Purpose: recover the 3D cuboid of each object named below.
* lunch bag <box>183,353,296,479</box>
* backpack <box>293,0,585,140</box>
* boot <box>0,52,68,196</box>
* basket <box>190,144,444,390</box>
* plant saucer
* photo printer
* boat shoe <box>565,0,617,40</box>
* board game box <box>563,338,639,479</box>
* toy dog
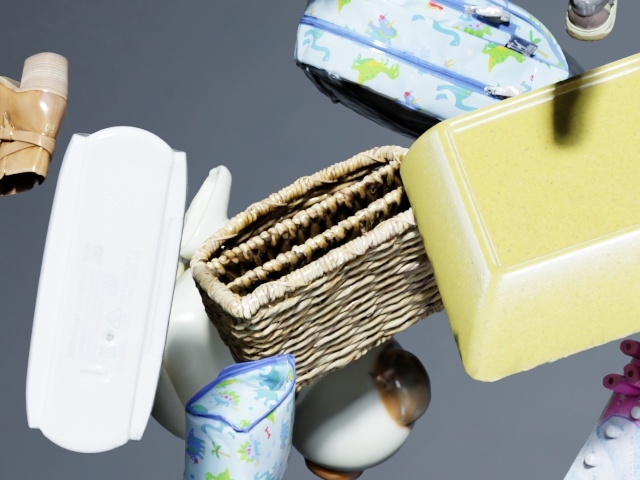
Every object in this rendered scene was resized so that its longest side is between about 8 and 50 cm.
[{"bbox_3d":[-0.073,0.200,1.357,0.151,0.096,0.129,-33,-44,-52],"label":"lunch bag"},{"bbox_3d":[0.140,-0.229,1.668,0.290,0.355,0.273,-126,43,-69],"label":"backpack"},{"bbox_3d":[-0.360,-0.120,1.540,0.197,0.073,0.152,-23,56,52],"label":"boot"},{"bbox_3d":[0.000,0.000,1.513,0.299,0.223,0.213,-29,56,-10],"label":"basket"},{"bbox_3d":[0.254,-0.054,1.285,0.332,0.081,0.333,-20,43,5],"label":"plant saucer"},{"bbox_3d":[-0.186,0.026,1.153,0.307,0.107,0.256,-148,67,-80],"label":"photo printer"},{"bbox_3d":[0.242,-0.242,1.154,0.049,0.056,0.152,81,-165,-55],"label":"boat shoe"},{"bbox_3d":[0.347,0.349,1.342,0.390,0.050,0.390,-65,33,16],"label":"board game box"},{"bbox_3d":[-0.044,0.149,1.775,0.284,0.408,0.395,-53,19,22],"label":"toy dog"}]
